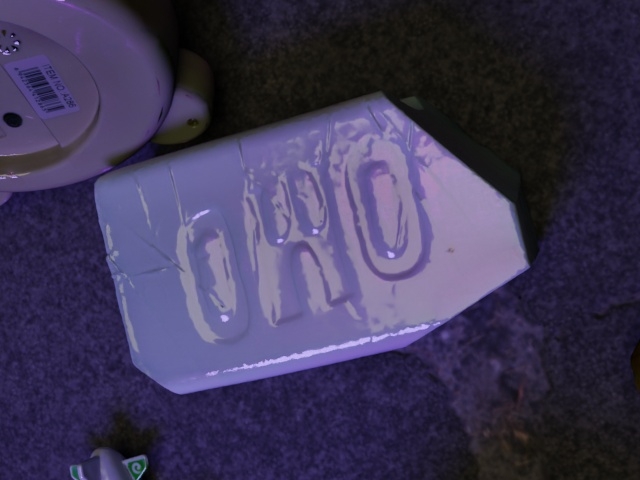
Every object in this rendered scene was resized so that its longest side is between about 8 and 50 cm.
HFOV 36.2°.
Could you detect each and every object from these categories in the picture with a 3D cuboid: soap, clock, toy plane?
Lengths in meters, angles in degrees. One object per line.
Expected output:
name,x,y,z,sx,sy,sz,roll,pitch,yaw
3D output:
soap,0.000,0.000,0.836,0.347,0.115,0.208,-14,89,17
clock,-0.267,-0.156,0.839,0.310,0.284,0.114,-12,48,12
toy plane,-0.191,0.281,0.926,0.174,0.080,0.173,1,95,16

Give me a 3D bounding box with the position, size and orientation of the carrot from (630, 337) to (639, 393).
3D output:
carrot,0.338,-0.007,0.737,0.114,0.114,0.301,25,103,15
